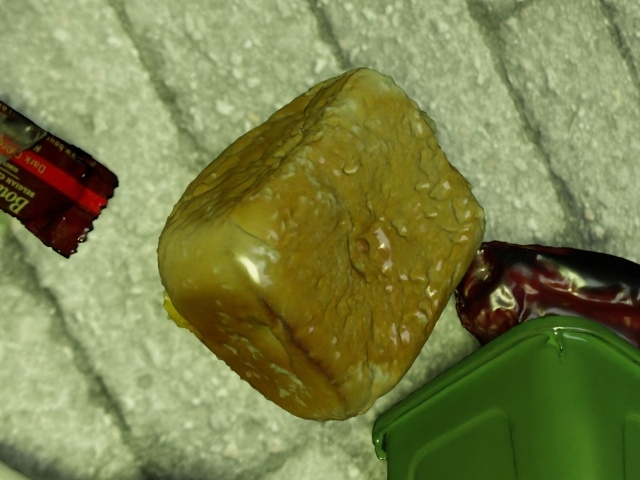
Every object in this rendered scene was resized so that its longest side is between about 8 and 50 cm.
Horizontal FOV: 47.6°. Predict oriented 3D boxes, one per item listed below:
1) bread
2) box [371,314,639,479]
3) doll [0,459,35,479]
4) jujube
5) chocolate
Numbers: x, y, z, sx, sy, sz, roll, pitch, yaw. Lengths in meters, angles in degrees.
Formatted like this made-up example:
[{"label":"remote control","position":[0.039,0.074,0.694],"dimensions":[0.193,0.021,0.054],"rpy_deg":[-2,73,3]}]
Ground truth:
[{"label":"bread","position":[0.000,0.000,0.569],"dimensions":[0.195,0.176,0.246],"rpy_deg":[53,55,-22]},{"label":"box","position":[0.216,0.234,0.578],"dimensions":[0.329,0.253,0.177],"rpy_deg":[32,42,-14]},{"label":"doll","position":[-0.099,0.302,0.436],"dimensions":[0.376,0.365,0.187],"rpy_deg":[7,115,-8]},{"label":"jujube","position":[0.232,0.082,0.669],"dimensions":[0.237,0.168,0.168],"rpy_deg":[28,76,-15]},{"label":"chocolate","position":[-0.228,-0.060,0.522],"dimensions":[0.182,0.028,0.086],"rpy_deg":[45,69,-45]}]
